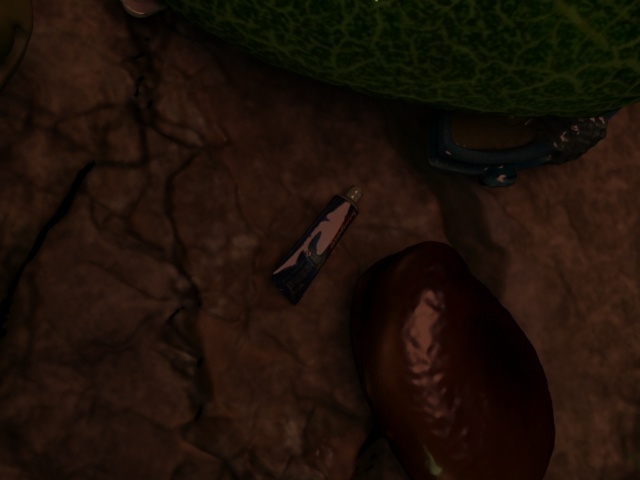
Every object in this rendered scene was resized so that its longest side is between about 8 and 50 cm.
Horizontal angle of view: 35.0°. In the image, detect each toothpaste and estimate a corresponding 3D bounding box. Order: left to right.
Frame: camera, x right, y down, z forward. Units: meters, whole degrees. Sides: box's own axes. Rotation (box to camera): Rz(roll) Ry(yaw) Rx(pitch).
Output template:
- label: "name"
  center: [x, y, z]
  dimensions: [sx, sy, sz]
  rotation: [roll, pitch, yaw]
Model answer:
- label: "toothpaste"
  center: [0.000, 0.000, 0.625]
  dimensions: [0.027, 0.019, 0.083]
  rotation: [44, 74, -28]

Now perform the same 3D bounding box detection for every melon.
- label: "melon"
  center: [0.014, -0.232, 0.539]
  dimensions: [0.343, 0.331, 0.226]
  rotation: [-5, 38, 2]

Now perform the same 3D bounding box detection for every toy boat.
- label: "toy boat"
  center: [0.156, -0.116, 0.640]
  dimensions: [0.238, 0.098, 0.109]
  rotation: [-39, 88, -15]

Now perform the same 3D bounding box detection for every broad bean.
- label: "broad bean"
  center: [0.078, 0.084, 0.596]
  dimensions: [0.114, 0.084, 0.165]
  rotation: [-39, 97, -18]

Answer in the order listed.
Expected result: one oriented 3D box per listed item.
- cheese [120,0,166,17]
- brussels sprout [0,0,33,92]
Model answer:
- label: "cheese"
  center: [-0.014, -0.207, 0.639]
  dimensions: [0.255, 0.050, 0.127]
  rotation: [-26, 88, -16]
- label: "brussels sprout"
  center: [-0.276, -0.081, 0.486]
  dimensions: [0.271, 0.210, 0.219]
  rotation: [-33, 94, -31]
